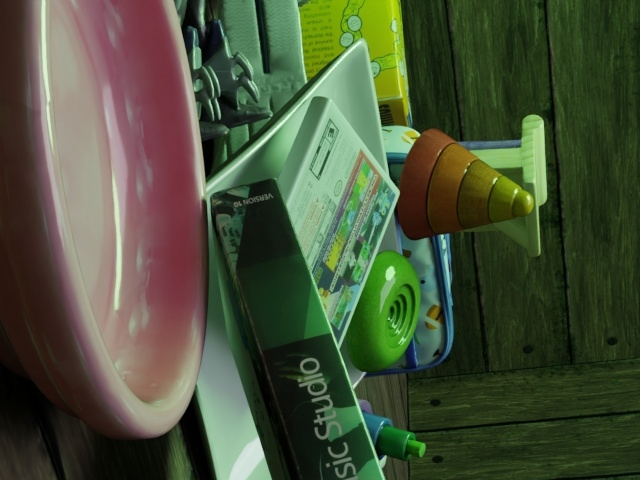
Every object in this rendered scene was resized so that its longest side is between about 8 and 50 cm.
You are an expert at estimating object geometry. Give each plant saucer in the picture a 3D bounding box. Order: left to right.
[{"bbox_3d":[-0.141,-0.050,0.727,0.332,0.084,0.332,-5,90,-82],"label":"plant saucer"}]

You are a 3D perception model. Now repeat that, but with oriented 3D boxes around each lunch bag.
[{"bbox_3d":[0.038,0.015,1.445,0.115,0.243,0.303,-84,166,-61],"label":"lunch bag"}]

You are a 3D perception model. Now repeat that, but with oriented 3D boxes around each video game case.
[{"bbox_3d":[0.000,0.000,1.141,0.183,0.023,0.201,48,59,-55],"label":"video game case"}]

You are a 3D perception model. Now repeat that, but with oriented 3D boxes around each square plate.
[{"bbox_3d":[-0.033,0.038,1.169,0.347,0.049,0.344,-47,139,-40],"label":"square plate"}]

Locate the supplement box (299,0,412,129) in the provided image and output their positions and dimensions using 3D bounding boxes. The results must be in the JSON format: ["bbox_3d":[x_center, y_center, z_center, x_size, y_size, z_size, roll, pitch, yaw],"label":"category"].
[{"bbox_3d":[0.010,-0.321,1.700,0.194,0.195,0.356,53,32,-76],"label":"supplement box"}]

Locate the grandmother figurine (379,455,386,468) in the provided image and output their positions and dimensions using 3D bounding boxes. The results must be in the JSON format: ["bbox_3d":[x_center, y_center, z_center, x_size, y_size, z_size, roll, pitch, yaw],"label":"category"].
[{"bbox_3d":[0.039,0.321,1.783,0.342,0.104,0.208,2,90,-80],"label":"grandmother figurine"}]

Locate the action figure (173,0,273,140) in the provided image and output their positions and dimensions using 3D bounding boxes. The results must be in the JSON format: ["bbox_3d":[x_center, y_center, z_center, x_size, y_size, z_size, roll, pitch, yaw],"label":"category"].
[{"bbox_3d":[-0.119,-0.224,1.009,0.185,0.099,0.285,-53,133,-72],"label":"action figure"}]

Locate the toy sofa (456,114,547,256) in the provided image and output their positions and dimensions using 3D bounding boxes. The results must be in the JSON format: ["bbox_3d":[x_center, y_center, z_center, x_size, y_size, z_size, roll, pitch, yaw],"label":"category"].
[{"bbox_3d":[0.110,-0.084,1.633,0.150,0.362,0.177,75,18,-48],"label":"toy sofa"}]

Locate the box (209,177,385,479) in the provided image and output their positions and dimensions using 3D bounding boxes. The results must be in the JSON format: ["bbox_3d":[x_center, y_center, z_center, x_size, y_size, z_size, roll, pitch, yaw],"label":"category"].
[{"bbox_3d":[-0.007,0.149,0.894,0.232,0.058,0.322,90,-18,-59],"label":"box"}]

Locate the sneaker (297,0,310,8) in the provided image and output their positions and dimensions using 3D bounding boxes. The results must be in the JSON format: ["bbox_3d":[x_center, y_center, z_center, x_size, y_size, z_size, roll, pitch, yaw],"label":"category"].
[{"bbox_3d":[-0.077,-0.353,1.424,0.153,0.099,0.282,48,-1,-23],"label":"sneaker"}]

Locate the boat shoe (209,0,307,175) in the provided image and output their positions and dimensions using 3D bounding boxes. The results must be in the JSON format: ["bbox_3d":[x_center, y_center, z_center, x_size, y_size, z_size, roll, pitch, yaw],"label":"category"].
[{"bbox_3d":[-0.054,-0.115,1.313,0.119,0.121,0.335,105,-14,-83],"label":"boat shoe"}]

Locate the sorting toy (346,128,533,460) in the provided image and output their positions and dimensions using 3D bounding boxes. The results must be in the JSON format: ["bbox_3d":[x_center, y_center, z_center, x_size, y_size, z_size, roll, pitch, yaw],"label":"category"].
[{"bbox_3d":[0.116,0.061,1.258,0.365,0.126,0.127,-68,151,-19],"label":"sorting toy"}]
